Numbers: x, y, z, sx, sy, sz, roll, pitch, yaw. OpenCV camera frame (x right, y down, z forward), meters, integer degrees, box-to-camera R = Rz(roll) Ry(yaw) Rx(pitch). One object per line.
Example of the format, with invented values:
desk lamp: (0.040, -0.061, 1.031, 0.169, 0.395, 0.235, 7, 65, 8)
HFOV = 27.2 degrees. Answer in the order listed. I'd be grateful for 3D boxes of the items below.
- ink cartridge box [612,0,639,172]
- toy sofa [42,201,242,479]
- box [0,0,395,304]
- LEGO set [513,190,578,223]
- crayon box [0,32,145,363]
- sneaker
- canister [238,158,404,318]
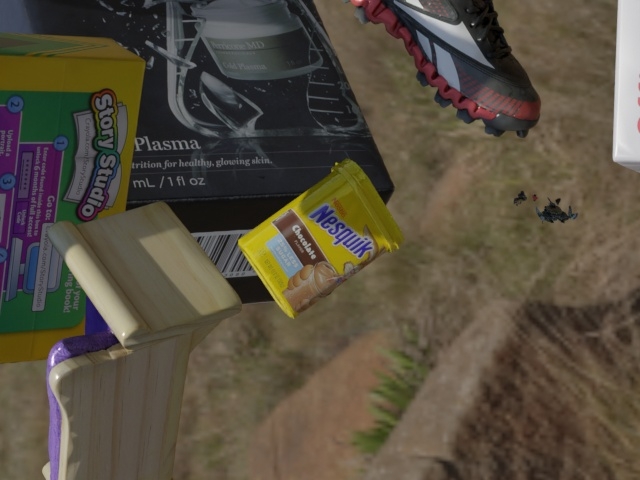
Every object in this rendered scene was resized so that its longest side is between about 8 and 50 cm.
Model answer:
ink cartridge box: (0.378, -0.148, 1.025, 0.197, 0.270, 0.198, 0, -88, -68)
toy sofa: (-0.202, 0.153, 1.237, 0.150, 0.177, 0.362, 50, 144, 35)
box: (-0.216, -0.164, 1.980, 0.297, 0.480, 0.472, -60, 43, 46)
LEGO set: (0.281, -0.036, 1.650, 0.083, 0.054, 0.023, 31, 129, 38)
crayon box: (-0.373, -0.044, 1.457, 0.106, 0.313, 0.363, 33, 118, 48)
sneaker: (0.146, -0.233, 1.407, 0.276, 0.097, 0.135, 47, 126, 8)
canister: (0.000, 0.000, 1.606, 0.126, 0.170, 0.073, 57, 172, -21)
